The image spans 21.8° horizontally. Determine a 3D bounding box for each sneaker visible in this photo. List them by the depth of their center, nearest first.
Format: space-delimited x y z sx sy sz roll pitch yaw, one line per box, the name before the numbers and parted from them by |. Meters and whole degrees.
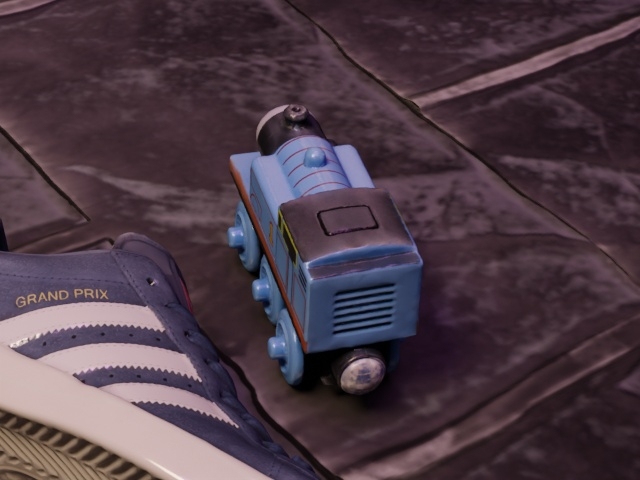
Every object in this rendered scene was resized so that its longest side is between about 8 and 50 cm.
sneaker | -0.077 0.078 0.793 0.350 0.131 0.148 25 47 23

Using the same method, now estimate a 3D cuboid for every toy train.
toy train | 0.000 0.000 0.919 0.080 0.105 0.184 -7 41 -14
